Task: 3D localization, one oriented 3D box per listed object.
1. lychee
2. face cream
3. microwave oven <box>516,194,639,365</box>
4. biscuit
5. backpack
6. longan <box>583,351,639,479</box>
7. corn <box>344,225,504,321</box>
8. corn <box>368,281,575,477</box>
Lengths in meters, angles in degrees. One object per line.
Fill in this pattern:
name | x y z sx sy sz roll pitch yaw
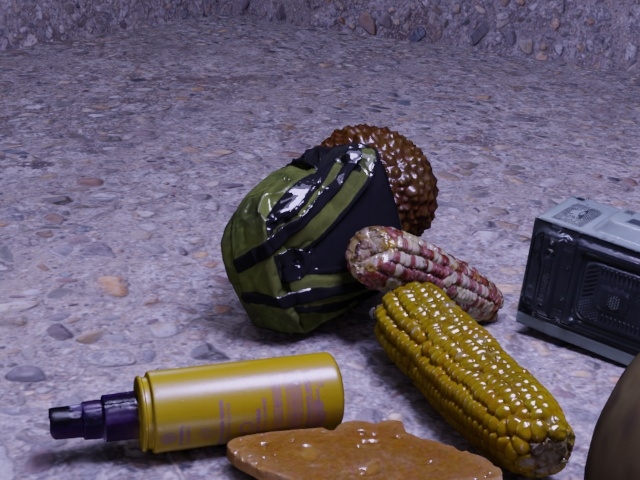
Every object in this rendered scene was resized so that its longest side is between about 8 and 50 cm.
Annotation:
lychee | 0.067 -0.071 1.430 0.200 0.200 0.238 -6 10 -21
face cream | -0.116 0.158 0.962 0.273 0.078 0.078 -5 22 -17
microwave oven | 0.353 0.051 1.187 0.208 0.162 0.122 21 28 31
biscuit | 0.036 0.206 0.912 0.250 0.035 0.162 7 16 10
backpack | 0.000 0.000 1.222 0.140 0.207 0.253 -5 19 45
longan | 0.353 0.183 0.649 0.360 0.361 0.361 2 21 -1
corn | 0.130 0.047 1.198 0.237 0.080 0.079 25 4 -37
corn | 0.148 0.140 1.021 0.101 0.102 0.313 -5 26 -20
